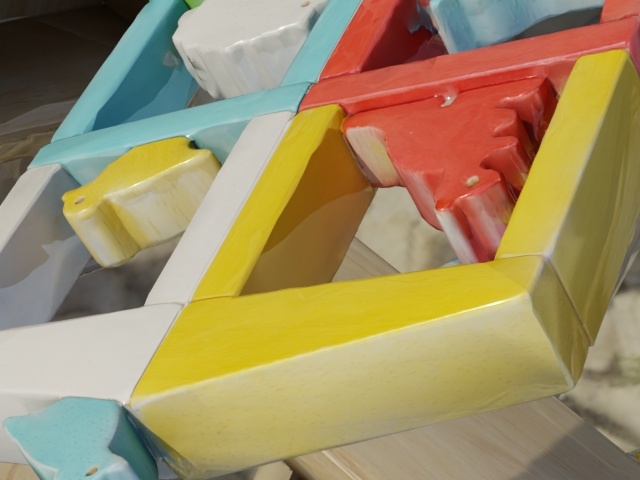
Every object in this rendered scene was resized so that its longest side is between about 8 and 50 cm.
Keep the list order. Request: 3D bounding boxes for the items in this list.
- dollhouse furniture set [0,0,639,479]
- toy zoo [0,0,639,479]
[{"bbox_3d":[0.000,0.000,0.707,0.394,0.256,0.362,39,35,25],"label":"dollhouse furniture set"},{"bbox_3d":[0.003,-0.031,0.498,0.030,0.192,0.293,60,37,-30],"label":"toy zoo"}]
